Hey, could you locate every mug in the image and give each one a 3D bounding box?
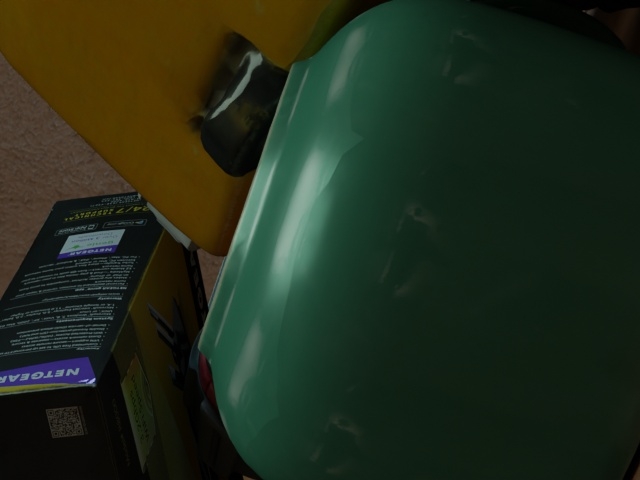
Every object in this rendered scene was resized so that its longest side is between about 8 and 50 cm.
[{"bbox_3d":[0.028,0.004,0.496,0.158,0.097,0.129,-83,11,-77],"label":"mug"}]

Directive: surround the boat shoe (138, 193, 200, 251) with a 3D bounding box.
[{"bbox_3d":[0.012,-0.126,0.733,0.306,0.105,0.113,-45,-4,38],"label":"boat shoe"}]

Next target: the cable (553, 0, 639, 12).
[{"bbox_3d":[0.098,-0.135,0.560,0.184,0.047,0.150,121,167,-83],"label":"cable"}]

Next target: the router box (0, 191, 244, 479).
[{"bbox_3d":[-0.101,0.158,1.078,0.243,0.081,0.309,-76,-22,-65],"label":"router box"}]

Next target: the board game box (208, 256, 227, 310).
[{"bbox_3d":[-0.015,0.038,1.234,0.154,0.103,0.026,-74,3,-51],"label":"board game box"}]

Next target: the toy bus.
[{"bbox_3d":[0.002,-0.122,0.523,0.130,0.108,0.332,-39,-11,-33],"label":"toy bus"}]

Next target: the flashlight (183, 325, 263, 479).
[{"bbox_3d":[0.000,0.000,0.940,0.304,0.103,0.103,103,-172,-50],"label":"flashlight"}]
